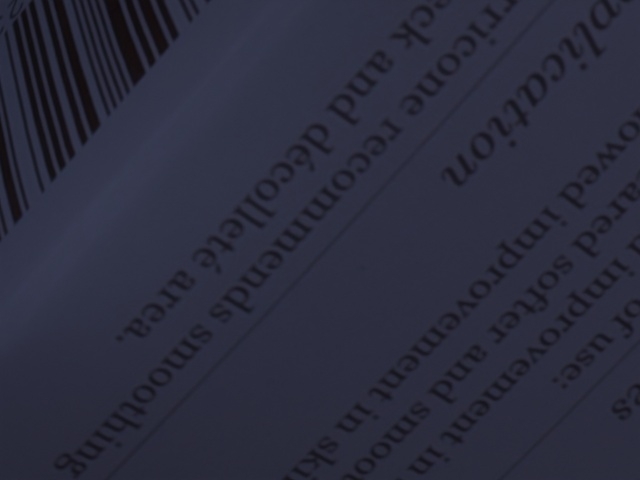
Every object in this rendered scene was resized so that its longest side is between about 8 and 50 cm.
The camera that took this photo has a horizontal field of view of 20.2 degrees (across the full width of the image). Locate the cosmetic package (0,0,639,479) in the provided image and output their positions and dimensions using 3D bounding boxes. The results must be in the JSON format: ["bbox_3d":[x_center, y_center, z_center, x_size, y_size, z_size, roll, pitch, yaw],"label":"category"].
[{"bbox_3d":[0.049,-0.017,0.704,0.394,0.329,0.327,34,18,-32],"label":"cosmetic package"}]
